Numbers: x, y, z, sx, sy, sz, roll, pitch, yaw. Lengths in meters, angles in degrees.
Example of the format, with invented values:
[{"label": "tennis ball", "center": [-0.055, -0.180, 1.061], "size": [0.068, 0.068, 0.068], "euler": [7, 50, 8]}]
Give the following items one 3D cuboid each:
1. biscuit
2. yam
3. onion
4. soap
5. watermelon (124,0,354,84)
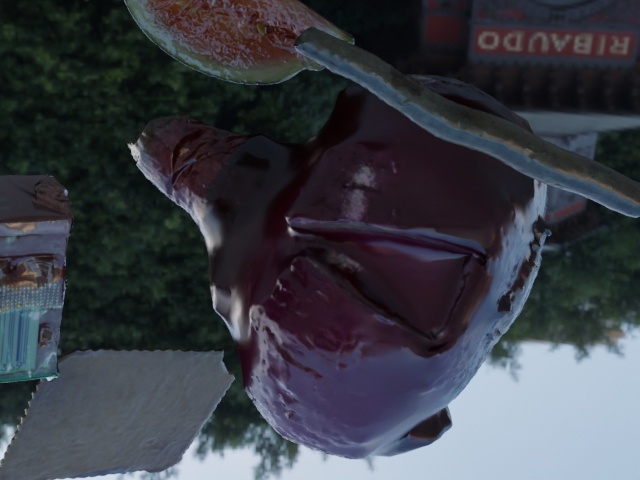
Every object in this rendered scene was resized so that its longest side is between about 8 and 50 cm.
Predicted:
[{"label": "biscuit", "center": [-0.217, 0.193, 1.101], "size": [0.232, 0.237, 0.013], "euler": [5, -136, -36]}, {"label": "yam", "center": [0.090, -0.063, 0.570], "size": [0.234, 0.027, 0.029], "euler": [23, -165, -16]}, {"label": "onion", "center": [0.000, 0.000, 1.013], "size": [0.420, 0.398, 0.398], "euler": [18, -153, 8]}, {"label": "soap", "center": [-0.325, 0.040, 0.766], "size": [0.273, 0.217, 0.098], "euler": [-3, -151, -28]}, {"label": "watermelon", "center": [-0.129, -0.267, 1.206], "size": [0.304, 0.128, 0.159], "euler": [26, -178, -19]}]
